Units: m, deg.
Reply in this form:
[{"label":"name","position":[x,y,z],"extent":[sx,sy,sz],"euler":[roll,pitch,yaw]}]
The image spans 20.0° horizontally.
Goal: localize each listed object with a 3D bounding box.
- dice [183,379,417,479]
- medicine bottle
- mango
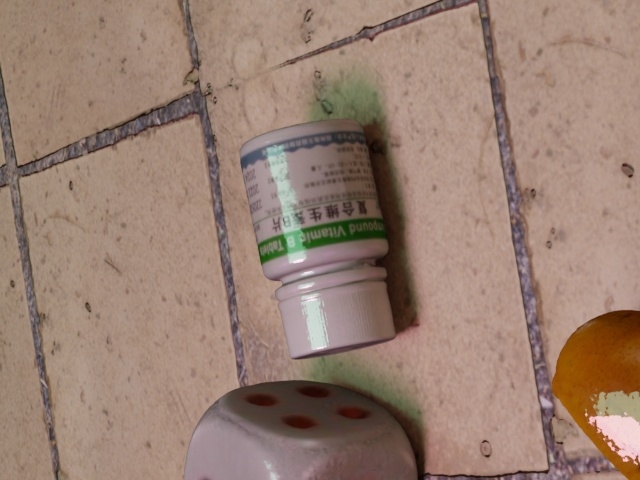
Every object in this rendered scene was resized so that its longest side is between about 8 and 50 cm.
[{"label":"dice","position":[-0.022,0.265,1.926],"extent":[0.192,0.193,0.194],"euler":[24,115,47]},{"label":"medicine bottle","position":[0.000,0.000,1.901],"extent":[0.139,0.139,0.236],"euler":[-19,78,52]},{"label":"mango","position":[0.310,0.151,1.532],"extent":[0.252,0.126,0.153],"euler":[31,99,36]}]
